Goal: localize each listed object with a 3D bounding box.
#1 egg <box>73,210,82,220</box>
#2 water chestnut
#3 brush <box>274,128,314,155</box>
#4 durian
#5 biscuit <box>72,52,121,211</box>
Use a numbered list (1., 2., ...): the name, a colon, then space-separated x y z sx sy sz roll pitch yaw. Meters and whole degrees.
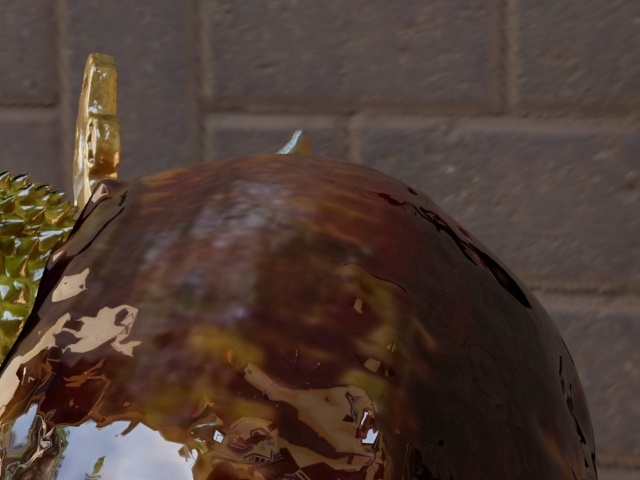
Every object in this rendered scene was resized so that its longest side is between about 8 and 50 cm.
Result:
1. egg: -0.172 0.110 1.410 0.250 0.322 0.250 43 161 18
2. water chestnut: -0.061 0.127 0.674 0.302 0.350 0.350 19 113 -1
3. brush: 0.000 0.000 1.815 0.048 0.054 0.282 37 161 31
4. durian: -0.227 0.067 1.139 0.193 0.237 0.138 106 145 -53
5. biscuit: -0.206 -0.042 1.782 0.035 0.184 0.249 0 76 -12
